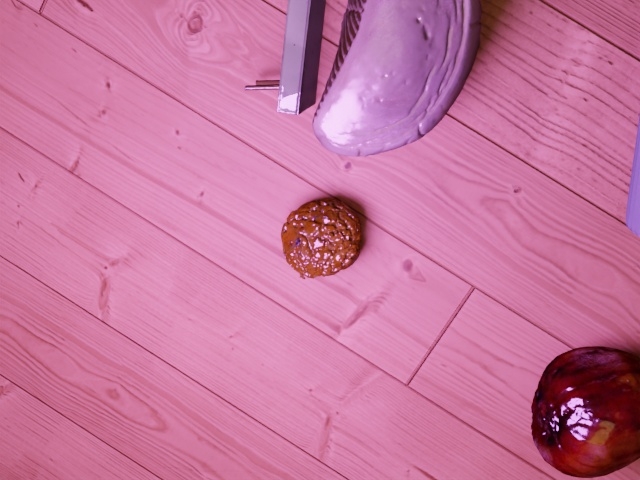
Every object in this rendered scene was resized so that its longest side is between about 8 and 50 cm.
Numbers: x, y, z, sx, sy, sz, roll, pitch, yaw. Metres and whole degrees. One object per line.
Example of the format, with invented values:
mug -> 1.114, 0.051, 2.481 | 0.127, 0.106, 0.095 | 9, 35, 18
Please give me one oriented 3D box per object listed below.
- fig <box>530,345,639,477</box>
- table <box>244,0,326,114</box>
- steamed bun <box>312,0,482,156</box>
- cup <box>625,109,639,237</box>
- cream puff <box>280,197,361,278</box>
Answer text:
fig -> 0.496, 0.299, 1.841 | 0.263, 0.224, 0.224 | -28, 98, 3
table -> -0.063, -0.355, 1.826 | 0.111, 0.121, 0.240 | 10, 108, 11
steamed bun -> 0.143, -0.313, 1.725 | 0.236, 0.247, 0.383 | 17, 105, -3
cup -> 0.585, -0.158, 1.585 | 0.331, 0.257, 0.311 | 28, 119, 53
cream puff -> 0.000, 0.000, 1.921 | 0.150, 0.115, 0.165 | 33, 113, 7
